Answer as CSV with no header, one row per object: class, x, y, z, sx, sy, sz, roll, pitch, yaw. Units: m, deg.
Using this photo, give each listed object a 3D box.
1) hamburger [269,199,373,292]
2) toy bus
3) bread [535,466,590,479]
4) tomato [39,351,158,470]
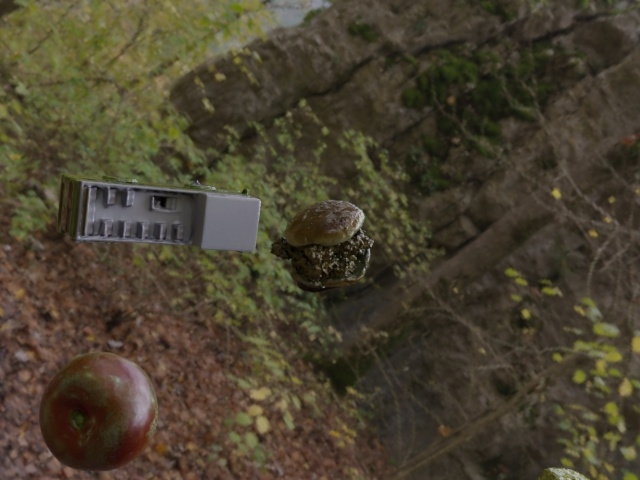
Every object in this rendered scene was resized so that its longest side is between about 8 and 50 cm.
hamburger,0.000,0.000,1.372,0.159,0.185,0.131,-92,168,-55
toy bus,-0.250,-0.041,1.239,0.302,0.113,0.139,3,7,-30
bread,0.228,0.289,0.717,0.111,0.129,0.114,37,3,-12
tomato,-0.496,0.391,1.798,0.270,0.270,0.222,58,19,9
